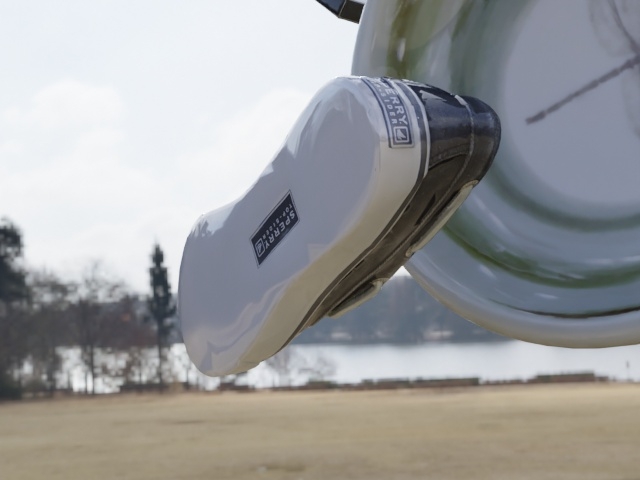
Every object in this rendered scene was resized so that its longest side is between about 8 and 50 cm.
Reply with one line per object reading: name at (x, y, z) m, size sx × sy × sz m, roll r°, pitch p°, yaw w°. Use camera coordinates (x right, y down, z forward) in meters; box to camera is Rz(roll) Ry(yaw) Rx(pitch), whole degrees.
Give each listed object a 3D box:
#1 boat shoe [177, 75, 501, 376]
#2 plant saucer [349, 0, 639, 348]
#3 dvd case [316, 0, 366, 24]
boat shoe at (0.000, 0.000, 0.654) m, size 0.102 × 0.108 × 0.301 m, roll -2°, pitch -28°, yaw -31°
plant saucer at (0.202, -0.122, 0.731) m, size 0.401 × 0.400 × 0.101 m, roll -6°, pitch -13°, yaw 39°
dvd case at (0.036, -0.301, 1.270) m, size 0.179 × 0.029 × 0.238 m, roll 7°, pitch 27°, yaw -38°
